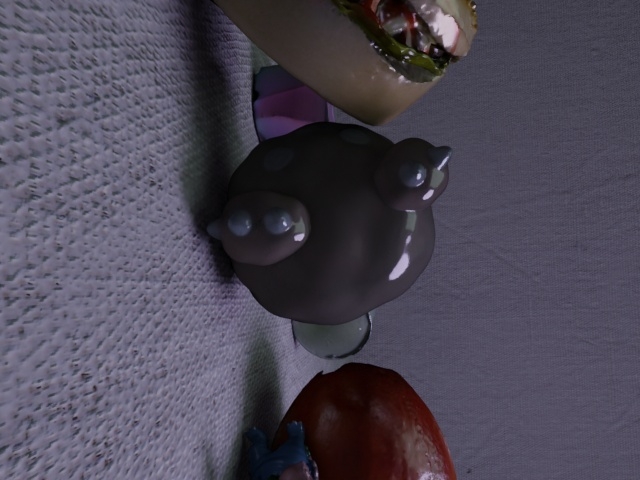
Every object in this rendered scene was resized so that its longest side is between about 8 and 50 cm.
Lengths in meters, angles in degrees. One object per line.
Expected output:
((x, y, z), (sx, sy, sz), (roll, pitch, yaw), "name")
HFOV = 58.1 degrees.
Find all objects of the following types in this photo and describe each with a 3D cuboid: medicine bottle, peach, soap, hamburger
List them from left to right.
((-0.023, -0.130, 0.932), (0.324, 0.109, 0.193), (75, 13, -60), "soap")
((0.027, 0.127, 1.052), (0.143, 0.147, 0.147), (-66, 152, -72), "medicine bottle")
((0.021, -0.253, 0.586), (0.170, 0.302, 0.302), (-49, -164, 19), "hamburger")
((0.050, 0.293, 0.730), (0.281, 0.238, 0.281), (-11, 90, -73), "peach")

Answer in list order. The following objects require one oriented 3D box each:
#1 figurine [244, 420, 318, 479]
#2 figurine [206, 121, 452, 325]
((-0.043, 0.253, 0.557), (0.178, 0.114, 0.145), (-105, 177, -49), "figurine")
((0.000, 0.000, 0.677), (0.380, 0.248, 0.203), (122, -49, -76), "figurine")
